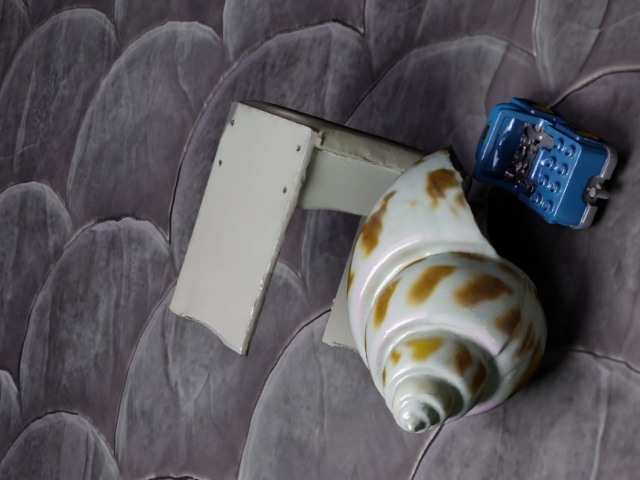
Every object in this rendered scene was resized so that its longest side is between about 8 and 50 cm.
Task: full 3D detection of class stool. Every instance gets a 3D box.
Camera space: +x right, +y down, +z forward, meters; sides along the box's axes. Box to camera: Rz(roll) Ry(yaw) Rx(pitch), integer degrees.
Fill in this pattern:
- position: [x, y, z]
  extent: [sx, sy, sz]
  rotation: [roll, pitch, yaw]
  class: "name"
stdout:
- position: [0.000, 0.000, 1.871]
  extent: [0.170, 0.244, 0.269]
  rotation: [25, 98, 52]
  class: "stool"

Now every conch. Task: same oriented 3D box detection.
- position: [0.126, 0.063, 1.698]
  extent: [0.368, 0.197, 0.249]
  rotation: [-113, 6, -65]
  class: "conch"

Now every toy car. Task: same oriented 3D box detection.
- position: [0.225, -0.088, 1.736]
  extent: [0.191, 0.100, 0.097]
  rotation: [41, 114, 53]
  class: "toy car"
